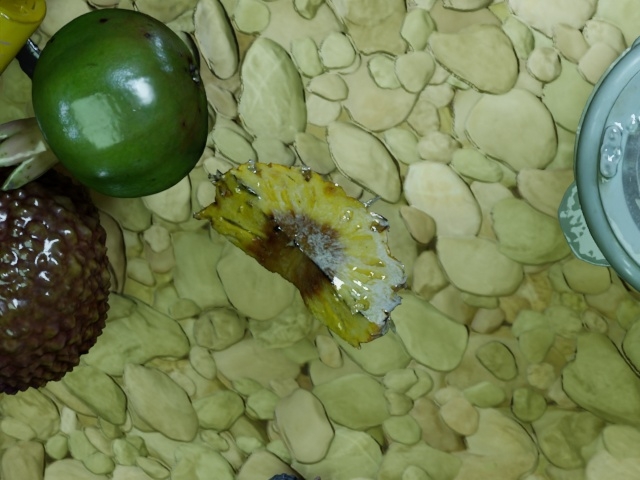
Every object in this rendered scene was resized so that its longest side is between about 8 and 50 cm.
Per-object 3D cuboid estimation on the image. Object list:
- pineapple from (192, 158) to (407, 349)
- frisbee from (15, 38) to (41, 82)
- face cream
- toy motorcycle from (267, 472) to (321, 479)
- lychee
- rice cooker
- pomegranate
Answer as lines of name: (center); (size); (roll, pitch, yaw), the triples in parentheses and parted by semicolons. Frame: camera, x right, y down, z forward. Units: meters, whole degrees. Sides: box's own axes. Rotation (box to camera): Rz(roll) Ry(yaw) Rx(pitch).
pineapple: (0.001, -0.001, 1.837); (0.233, 0.135, 0.079); (42, 135, 8)
frisbee: (-0.318, -0.222, 1.918); (0.211, 0.012, 0.187); (-27, 105, 33)
face cream: (-0.380, -0.167, 1.922); (0.078, 0.078, 0.273); (44, 126, -4)
toy motorcycle: (0.009, 0.350, 2.056); (0.118, 0.084, 0.212); (-7, 110, 36)
lychee: (-0.328, 0.049, 1.950); (0.271, 0.271, 0.271); (11, 121, 18)
rice cooker: (0.340, -0.064, 1.552); (0.316, 0.316, 0.264); (-26, 88, 33)
pomegranate: (-0.219, -0.120, 1.814); (0.225, 0.187, 0.187); (-26, 106, 11)
